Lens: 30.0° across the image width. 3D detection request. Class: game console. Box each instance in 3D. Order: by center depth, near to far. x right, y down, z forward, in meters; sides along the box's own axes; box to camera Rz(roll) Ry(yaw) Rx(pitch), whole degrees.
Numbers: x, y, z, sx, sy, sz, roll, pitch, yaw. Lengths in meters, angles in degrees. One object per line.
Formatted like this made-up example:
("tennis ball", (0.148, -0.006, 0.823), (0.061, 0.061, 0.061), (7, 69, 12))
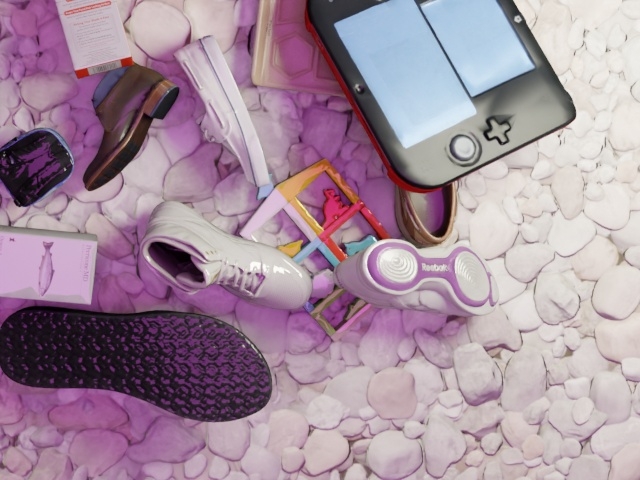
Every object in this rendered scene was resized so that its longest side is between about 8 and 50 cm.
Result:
("game console", (0.189, -0.294, 1.913), (0.342, 0.060, 0.386), (-27, 84, -15))

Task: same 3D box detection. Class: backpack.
("backpack", (-0.446, -0.121, 1.874), (0.114, 0.084, 0.105), (-34, 101, 0))

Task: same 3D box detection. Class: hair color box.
("hair color box", (-0.359, -0.346, 1.863), (0.093, 0.053, 0.167), (-15, 84, -8))

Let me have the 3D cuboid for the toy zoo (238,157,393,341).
("toy zoo", (0.000, 0.000, 1.994), (0.192, 0.030, 0.293), (-41, 101, -4))

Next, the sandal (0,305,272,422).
("sandal", (-0.292, 0.181, 1.936), (0.446, 0.107, 0.167), (11, 95, 2))

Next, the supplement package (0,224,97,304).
("supplement package", (-0.445, 0.036, 1.880), (0.179, 0.105, 0.105), (5, 94, -11))

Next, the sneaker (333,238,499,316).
("sneaker", (0.160, 0.062, 1.968), (0.305, 0.152, 0.114), (14, 71, -33))

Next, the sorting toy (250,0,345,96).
("sorting toy", (-0.007, -0.338, 1.959), (0.208, 0.038, 0.193), (6, 95, -15))

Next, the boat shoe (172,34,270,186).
("boat shoe", (-0.159, -0.198, 1.923), (0.084, 0.095, 0.258), (-23, 89, -3))

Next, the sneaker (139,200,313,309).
("sneaker", (-0.152, 0.056, 1.890), (0.293, 0.169, 0.108), (26, 111, -7))

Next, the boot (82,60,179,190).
("boot", (-0.330, -0.188, 1.907), (0.106, 0.082, 0.219), (39, 91, 9))

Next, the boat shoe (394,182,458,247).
("boat shoe", (0.167, -0.145, 1.964), (0.123, 0.116, 0.324), (-16, 98, -8))
